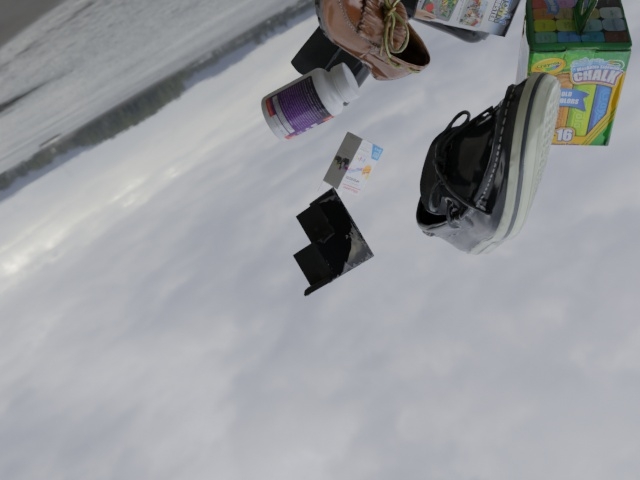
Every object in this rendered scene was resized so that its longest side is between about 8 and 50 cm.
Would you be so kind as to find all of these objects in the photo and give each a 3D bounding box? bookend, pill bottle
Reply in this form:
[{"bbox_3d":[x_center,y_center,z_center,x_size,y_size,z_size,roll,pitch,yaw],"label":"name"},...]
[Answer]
[{"bbox_3d":[0.000,0.000,1.288,0.072,0.156,0.157,-33,177,38],"label":"bookend"},{"bbox_3d":[-0.019,-0.297,1.461,0.193,0.108,0.108,-23,-161,20],"label":"pill bottle"}]

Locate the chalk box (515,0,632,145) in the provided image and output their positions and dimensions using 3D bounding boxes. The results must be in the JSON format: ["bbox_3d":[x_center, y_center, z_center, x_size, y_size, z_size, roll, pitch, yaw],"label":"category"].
[{"bbox_3d":[0.473,-0.345,1.311,0.179,0.289,0.180,2,-133,11],"label":"chalk box"}]

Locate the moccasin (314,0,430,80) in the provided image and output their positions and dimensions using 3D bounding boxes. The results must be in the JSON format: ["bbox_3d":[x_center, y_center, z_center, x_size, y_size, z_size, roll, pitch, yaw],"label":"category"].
[{"bbox_3d":[0.103,-0.389,1.244,0.147,0.380,0.139,1,-105,27],"label":"moccasin"}]

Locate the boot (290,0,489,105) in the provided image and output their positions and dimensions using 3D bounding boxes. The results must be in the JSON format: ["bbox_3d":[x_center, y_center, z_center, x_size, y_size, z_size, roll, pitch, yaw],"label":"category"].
[{"bbox_3d":[0.179,-0.527,1.854,0.445,0.367,0.146,-45,176,28],"label":"boot"}]

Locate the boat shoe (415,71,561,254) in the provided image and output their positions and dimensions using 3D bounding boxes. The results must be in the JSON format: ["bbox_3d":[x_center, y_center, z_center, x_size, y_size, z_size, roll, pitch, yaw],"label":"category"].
[{"bbox_3d":[0.229,-0.094,1.022,0.500,0.156,0.187,83,25,-77],"label":"boat shoe"}]

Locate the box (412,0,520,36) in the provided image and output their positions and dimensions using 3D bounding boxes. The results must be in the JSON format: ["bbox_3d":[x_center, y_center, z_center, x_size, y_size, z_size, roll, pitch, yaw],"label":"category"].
[{"bbox_3d":[0.176,-0.316,0.734,0.207,0.114,0.036,102,1,-59],"label":"box"}]

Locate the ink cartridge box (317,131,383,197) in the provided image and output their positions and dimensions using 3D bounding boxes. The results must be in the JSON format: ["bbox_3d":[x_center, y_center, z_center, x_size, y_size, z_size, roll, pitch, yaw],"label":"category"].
[{"bbox_3d":[0.077,-0.181,1.805,0.061,0.104,0.181,35,-76,36],"label":"ink cartridge box"}]
